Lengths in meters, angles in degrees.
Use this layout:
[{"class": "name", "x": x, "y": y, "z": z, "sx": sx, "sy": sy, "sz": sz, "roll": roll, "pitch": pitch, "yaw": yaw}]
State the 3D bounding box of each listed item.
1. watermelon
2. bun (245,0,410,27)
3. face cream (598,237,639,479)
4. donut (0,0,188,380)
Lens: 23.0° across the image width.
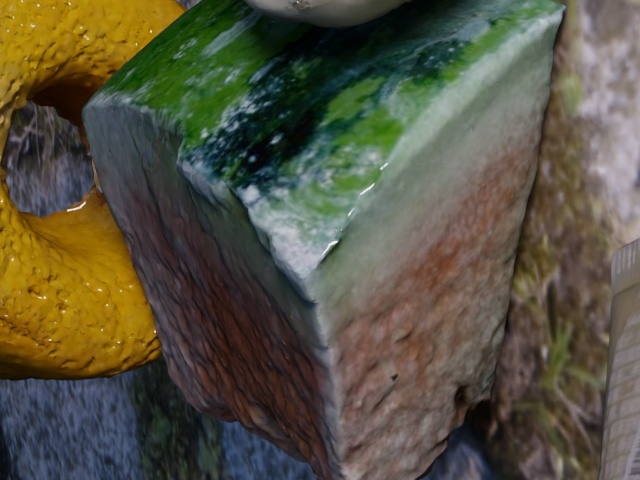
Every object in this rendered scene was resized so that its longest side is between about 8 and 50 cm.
[{"class": "watermelon", "x": -0.012, "y": -0.004, "z": 0.784, "sx": 0.264, "sy": 0.151, "sz": 0.302, "roll": 27, "pitch": 122, "yaw": 54}, {"class": "bun", "x": 0.028, "y": -0.172, "z": 0.708, "sx": 0.183, "sy": 0.102, "sz": 0.183, "roll": -30, "pitch": 51, "yaw": 45}, {"class": "face cream", "x": 0.140, "y": 0.138, "z": 0.566, "sx": 0.137, "sy": 0.084, "sz": 0.341, "roll": 142, "pitch": 139, "yaw": -58}, {"class": "donut", "x": -0.149, "y": -0.043, "z": 0.905, "sx": 0.108, "sy": 0.277, "sz": 0.278, "roll": 12, "pitch": 109, "yaw": 51}]
